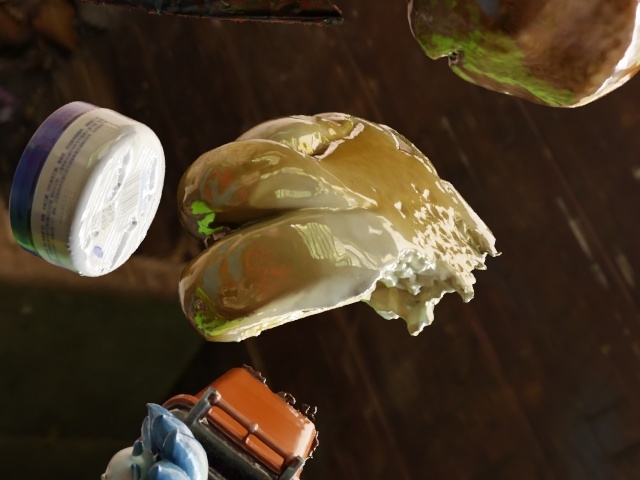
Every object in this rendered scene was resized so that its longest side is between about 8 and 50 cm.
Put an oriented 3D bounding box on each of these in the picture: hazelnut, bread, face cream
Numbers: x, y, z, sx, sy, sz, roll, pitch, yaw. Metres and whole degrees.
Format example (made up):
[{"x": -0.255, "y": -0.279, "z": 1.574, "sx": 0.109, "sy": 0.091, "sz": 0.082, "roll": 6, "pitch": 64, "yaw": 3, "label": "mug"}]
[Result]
[{"x": 0.286, "y": -0.342, "z": 2.237, "sx": 0.372, "sy": 0.372, "sz": 0.315, "roll": -5, "pitch": 139, "yaw": -21, "label": "hazelnut"}, {"x": 0.016, "y": -0.019, "z": 1.929, "sx": 0.329, "sy": 0.245, "sz": 0.424, "roll": -2, "pitch": -176, "yaw": 27, "label": "bread"}, {"x": -0.284, "y": -0.061, "z": 2.181, "sx": 0.206, "sy": 0.111, "sz": 0.206, "roll": -48, "pitch": 151, "yaw": -37, "label": "face cream"}]

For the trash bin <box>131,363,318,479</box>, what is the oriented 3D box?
[{"x": -0.089, "y": 0.210, "z": 1.668, "sx": 0.184, "sy": 0.161, "sz": 0.239, "roll": -53, "pitch": 178, "yaw": 18, "label": "trash bin"}]

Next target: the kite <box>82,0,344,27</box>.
[{"x": -0.059, "y": -0.145, "z": 0.663, "sx": 0.160, "sy": 0.183, "sz": 0.010, "roll": -38, "pitch": -178, "yaw": 19, "label": "kite"}]

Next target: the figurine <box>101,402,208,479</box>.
[{"x": -0.124, "y": 0.173, "z": 1.319, "sx": 0.079, "sy": 0.114, "sz": 0.114, "roll": 15, "pitch": 133, "yaw": -4, "label": "figurine"}]
